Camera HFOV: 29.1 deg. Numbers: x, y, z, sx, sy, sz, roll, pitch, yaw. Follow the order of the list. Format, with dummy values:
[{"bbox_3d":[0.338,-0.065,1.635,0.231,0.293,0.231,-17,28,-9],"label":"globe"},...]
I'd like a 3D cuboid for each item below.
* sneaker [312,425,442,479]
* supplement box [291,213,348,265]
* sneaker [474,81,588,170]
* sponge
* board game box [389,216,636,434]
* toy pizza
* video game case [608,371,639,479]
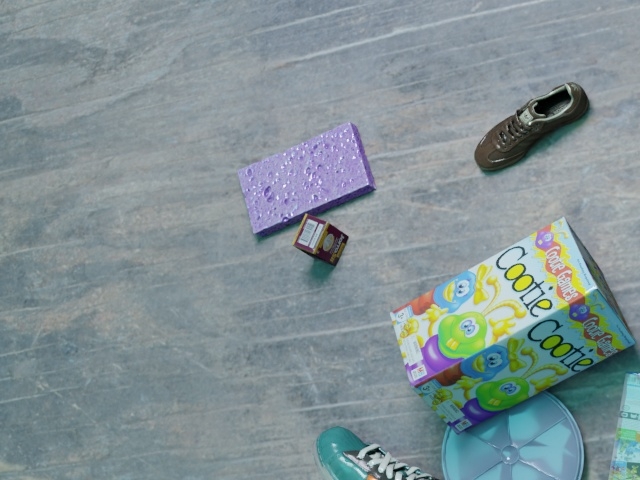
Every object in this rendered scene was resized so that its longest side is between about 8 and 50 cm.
[{"bbox_3d":[0.120,0.351,1.700,0.302,0.108,0.121,45,116,21],"label":"sneaker"},{"bbox_3d":[0.000,0.000,1.885,0.043,0.083,0.055,21,85,29],"label":"supplement box"},{"bbox_3d":[0.298,-0.174,1.798,0.188,0.071,0.066,-34,64,13],"label":"sneaker"},{"bbox_3d":[-0.024,-0.096,1.954,0.210,0.031,0.117,-23,67,19],"label":"sponge"},{"bbox_3d":[0.256,0.117,1.671,0.275,0.142,0.144,-30,42,15],"label":"board game box"},{"bbox_3d":[0.265,0.296,1.702,0.201,0.032,0.201,-7,73,23],"label":"toy pizza"},{"bbox_3d":[0.450,0.264,1.631,0.119,0.015,0.166,7,78,27],"label":"video game case"}]
